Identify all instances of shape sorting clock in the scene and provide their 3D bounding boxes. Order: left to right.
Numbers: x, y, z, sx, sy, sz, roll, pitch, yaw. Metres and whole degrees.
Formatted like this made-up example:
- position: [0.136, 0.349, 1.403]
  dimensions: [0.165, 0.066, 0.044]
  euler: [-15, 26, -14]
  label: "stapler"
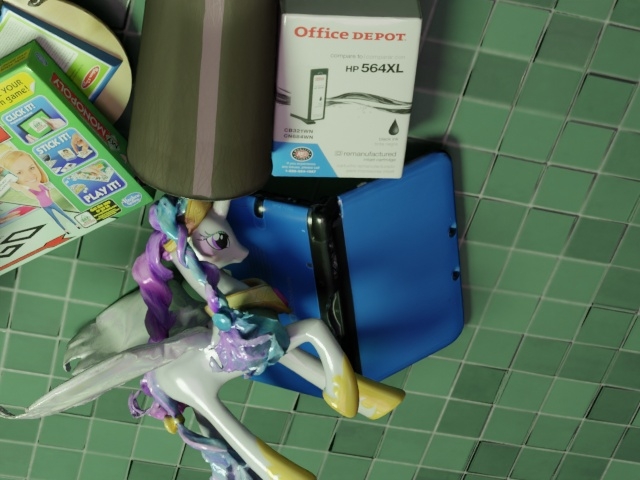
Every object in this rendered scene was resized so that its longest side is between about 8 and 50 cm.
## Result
- position: [-0.302, -0.179, 1.692]
  dimensions: [0.206, 0.040, 0.206]
  euler: [3, 132, 3]
  label: "shape sorting clock"

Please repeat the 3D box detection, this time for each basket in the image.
- position: [-0.115, -0.185, 1.623]
  dimensions: [0.154, 0.204, 0.227]
  euler: [2, 118, -10]
  label: "basket"

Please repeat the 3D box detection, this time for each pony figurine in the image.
- position: [-0.138, 0.132, 1.773]
  dimensions: [0.351, 0.303, 0.363]
  euler: [-36, 101, 13]
  label: "pony figurine"

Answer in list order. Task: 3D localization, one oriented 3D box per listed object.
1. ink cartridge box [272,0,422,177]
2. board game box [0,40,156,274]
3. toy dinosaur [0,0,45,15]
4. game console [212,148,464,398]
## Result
- position: [0.022, -0.172, 1.695]
  dimensions: [0.148, 0.086, 0.203]
  euler: [1, 128, -5]
  label: "ink cartridge box"
- position: [-0.366, -0.066, 1.744]
  dimensions: [0.317, 0.046, 0.213]
  euler: [-24, 127, 25]
  label: "board game box"
- position: [-0.333, -0.284, 1.537]
  dimensions: [0.313, 0.121, 0.160]
  euler: [15, 149, 2]
  label: "toy dinosaur"
- position: [0.015, 0.029, 1.871]
  dimensions: [0.250, 0.173, 0.293]
  euler: [13, 132, 25]
  label: "game console"
